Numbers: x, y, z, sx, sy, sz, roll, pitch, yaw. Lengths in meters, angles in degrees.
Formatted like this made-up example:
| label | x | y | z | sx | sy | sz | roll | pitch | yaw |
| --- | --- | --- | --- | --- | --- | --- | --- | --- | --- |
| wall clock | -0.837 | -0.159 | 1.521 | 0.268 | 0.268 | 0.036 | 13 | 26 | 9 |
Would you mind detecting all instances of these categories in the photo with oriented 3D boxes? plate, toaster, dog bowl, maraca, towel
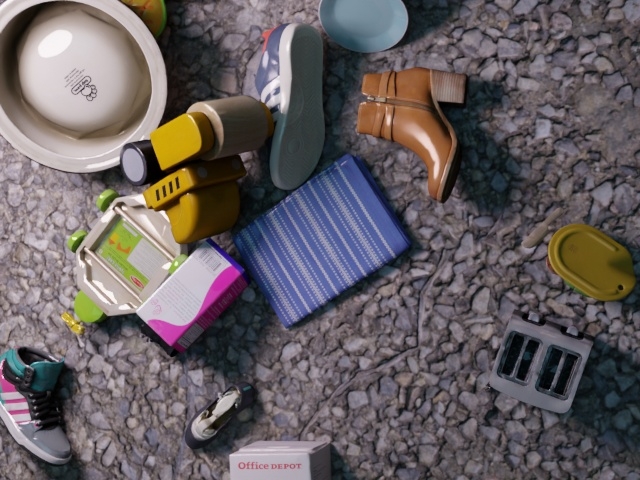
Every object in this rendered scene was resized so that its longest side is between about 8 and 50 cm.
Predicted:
| label | x | y | z | sx | sy | sz | roll | pitch | yaw |
| --- | --- | --- | --- | --- | --- | --- | --- | --- | --- |
| plate | 0.089 | -0.468 | 1.854 | 0.188 | 0.188 | 0.024 | 1 | 53 | 16 |
| toaster | 0.423 | 0.240 | 1.739 | 0.168 | 0.110 | 0.185 | 20 | 92 | 17 |
| dog bowl | -0.522 | -0.360 | 1.943 | 0.408 | 0.150 | 0.407 | 0 | 113 | 0 |
| maraca | -0.412 | -0.532 | 2.018 | 0.127 | 0.099 | 0.185 | -34 | 80 | 21 |
| towel | 0.000 | 0.000 | 1.914 | 0.336 | 0.040 | 0.243 | -34 | 80 | 13 |

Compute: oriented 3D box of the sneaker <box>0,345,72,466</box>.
| label | x | y | z | sx | sy | sz | roll | pitch | yaw |
| --- | --- | --- | --- | --- | --- | --- | --- | --- | --- |
| sneaker | -0.628 | 0.349 | 2.024 | 0.295 | 0.124 | 0.178 | 46 | 108 | 14 |

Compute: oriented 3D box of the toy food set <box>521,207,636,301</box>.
| label | x | y | z | sx | sy | sz | roll | pitch | yaw |
| --- | --- | --- | --- | --- | --- | --- | --- | --- | --- |
| toy food set | 0.508 | 0.040 | 1.755 | 0.218 | 0.071 | 0.128 | 37 | 73 | 12 |

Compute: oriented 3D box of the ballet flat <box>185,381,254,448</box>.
| label | x | y | z | sx | sy | sz | roll | pitch | yaw |
| --- | --- | --- | --- | --- | --- | --- | --- | --- | --- |
| ballet flat | -0.228 | 0.378 | 1.933 | 0.203 | 0.074 | 0.074 | -42 | 77 | 10 |

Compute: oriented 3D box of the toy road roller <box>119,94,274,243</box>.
| label | x | y | z | sx | sy | sz | roll | pitch | yaw |
| --- | --- | --- | --- | --- | --- | --- | --- | --- | --- |
| toy road roller | -0.236 | -0.137 | 1.857 | 0.330 | 0.203 | 0.240 | -23 | 88 | 44 |

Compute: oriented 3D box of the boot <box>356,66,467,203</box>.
| label | x | y | z | sx | sy | sz | roll | pitch | yaw |
| --- | --- | --- | --- | --- | --- | --- | --- | --- | --- |
| boot | 0.178 | -0.219 | 1.832 | 0.220 | 0.109 | 0.283 | 4 | 86 | 14 |

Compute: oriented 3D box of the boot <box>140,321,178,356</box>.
| label | x | y | z | sx | sy | sz | roll | pitch | yaw |
| --- | --- | --- | --- | --- | --- | --- | --- | --- | --- |
| boot | -0.335 | 0.188 | 1.989 | 0.099 | 0.045 | 0.121 | 38 | 95 | 20 |

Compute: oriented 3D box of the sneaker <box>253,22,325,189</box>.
| label | x | y | z | sx | sy | sz | roll | pitch | yaw |
| --- | --- | --- | --- | --- | --- | --- | --- | --- | --- |
| sneaker | -0.079 | -0.287 | 1.916 | 0.148 | 0.131 | 0.349 | 17 | 105 | 47 |

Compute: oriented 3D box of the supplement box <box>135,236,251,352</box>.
| label | x | y | z | sx | sy | sz | roll | pitch | yaw |
| --- | --- | --- | --- | --- | --- | --- | --- | --- | --- |
| supplement box | -0.267 | 0.119 | 1.908 | 0.111 | 0.114 | 0.220 | 42 | 80 | 14 |

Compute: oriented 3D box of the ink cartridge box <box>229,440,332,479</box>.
| label | x | y | z | sx | sy | sz | roll | pitch | yaw |
| --- | --- | --- | --- | --- | --- | --- | --- | --- | --- |
| ink cartridge box | -0.074 | 0.535 | 1.828 | 0.171 | 0.168 | 0.232 | -4 | 86 | 15 |

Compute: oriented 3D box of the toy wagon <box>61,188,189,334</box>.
| label | x | y | z | sx | sy | sz | roll | pitch | yaw |
| --- | --- | --- | --- | --- | --- | --- | --- | --- | --- |
| toy wagon | -0.450 | 0.061 | 2.005 | 0.267 | 0.068 | 0.344 | 40 | 97 | 20 |
